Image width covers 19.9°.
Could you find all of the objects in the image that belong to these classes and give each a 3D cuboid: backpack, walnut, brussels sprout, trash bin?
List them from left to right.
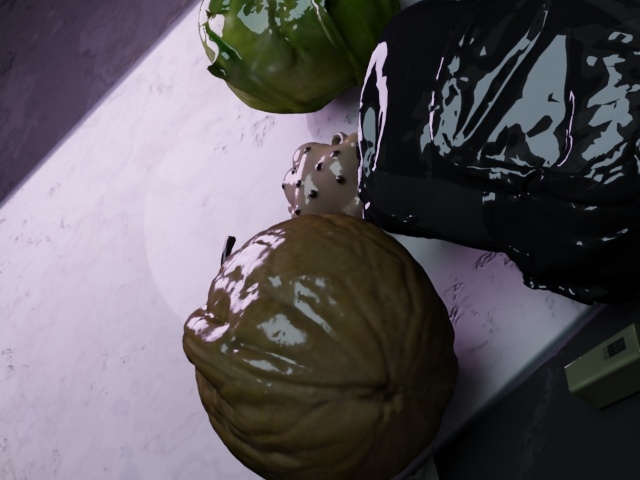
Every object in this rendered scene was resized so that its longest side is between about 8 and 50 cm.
[{"bbox_3d":[-0.027,-0.288,2.363,0.259,0.227,0.294,-30,36,8],"label":"brussels sprout"},{"bbox_3d":[-0.003,0.122,1.999,0.333,0.333,0.333,-26,47,32],"label":"walnut"},{"bbox_3d":[0.227,-0.126,1.965,0.445,0.255,0.363,9,71,34],"label":"backpack"},{"bbox_3d":[0.302,0.131,1.853,0.092,0.061,0.043,-34,43,28],"label":"trash bin"}]

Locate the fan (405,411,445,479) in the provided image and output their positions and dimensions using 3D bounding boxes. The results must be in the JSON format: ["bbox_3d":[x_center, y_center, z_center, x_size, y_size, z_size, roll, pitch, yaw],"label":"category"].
[{"bbox_3d":[0.108,0.278,1.985,0.182,0.010,0.310,-1,63,47],"label":"fan"}]

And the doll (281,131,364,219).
[{"bbox_3d":[0.001,0.001,2.223,0.154,0.119,0.278,10,81,51],"label":"doll"}]

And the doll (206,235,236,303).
[{"bbox_3d":[-0.104,0.096,2.270,0.139,0.057,0.165,110,160,-44],"label":"doll"}]
